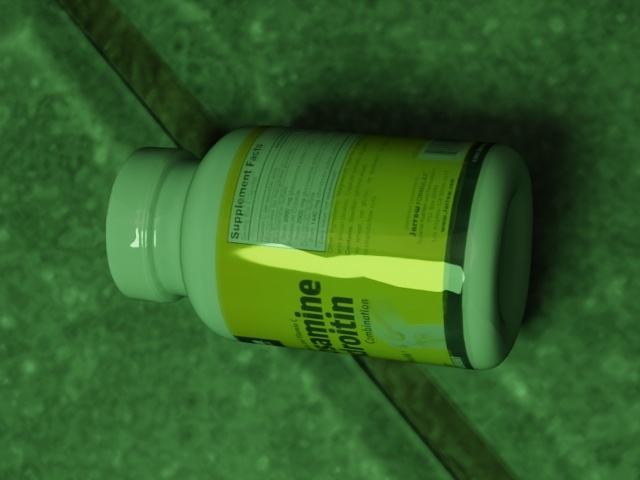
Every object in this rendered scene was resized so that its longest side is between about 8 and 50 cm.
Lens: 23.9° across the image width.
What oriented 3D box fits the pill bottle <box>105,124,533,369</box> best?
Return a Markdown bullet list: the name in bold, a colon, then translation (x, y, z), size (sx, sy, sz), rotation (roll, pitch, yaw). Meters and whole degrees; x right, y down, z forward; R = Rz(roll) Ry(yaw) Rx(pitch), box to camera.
- **pill bottle**: translation (0.000, 0.000, 0.698), size (0.184, 0.103, 0.103), rotation (5, 85, 18)
